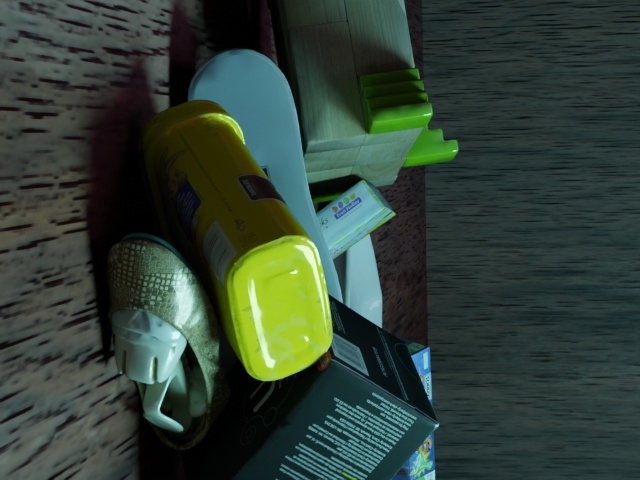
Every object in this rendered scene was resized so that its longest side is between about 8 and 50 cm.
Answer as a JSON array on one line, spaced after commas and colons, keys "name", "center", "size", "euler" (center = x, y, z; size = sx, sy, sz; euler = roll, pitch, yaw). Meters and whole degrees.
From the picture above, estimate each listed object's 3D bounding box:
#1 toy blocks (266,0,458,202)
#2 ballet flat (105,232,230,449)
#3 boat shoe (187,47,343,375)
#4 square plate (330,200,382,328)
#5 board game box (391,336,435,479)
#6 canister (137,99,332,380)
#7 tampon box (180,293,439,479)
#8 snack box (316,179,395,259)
[{"name": "toy blocks", "center": [0.010, -0.192, 1.408], "size": [0.381, 0.190, 0.261], "euler": [111, -29, -83]}, {"name": "ballet flat", "center": [-0.102, 0.078, 1.050], "size": [0.206, 0.073, 0.067], "euler": [72, 31, -52]}, {"name": "boat shoe", "center": [-0.054, 0.005, 1.244], "size": [0.105, 0.113, 0.306], "euler": [-177, -107, -83]}, {"name": "square plate", "center": [0.034, 0.150, 1.965], "size": [0.344, 0.049, 0.347], "euler": [74, 18, -62]}, {"name": "board game box", "center": [0.014, 0.140, 1.413], "size": [0.035, 0.201, 0.136], "euler": [-21, 116, -42]}, {"name": "canister", "center": [-0.058, 0.000, 1.071], "size": [0.170, 0.073, 0.126], "euler": [-125, -161, -47]}, {"name": "tampon box", "center": [-0.013, 0.136, 1.134], "size": [0.161, 0.101, 0.120], "euler": [-50, -155, 15]}, {"name": "snack box", "center": [0.000, 0.000, 1.483], "size": [0.037, 0.141, 0.100], "euler": [54, 6, 8]}]
